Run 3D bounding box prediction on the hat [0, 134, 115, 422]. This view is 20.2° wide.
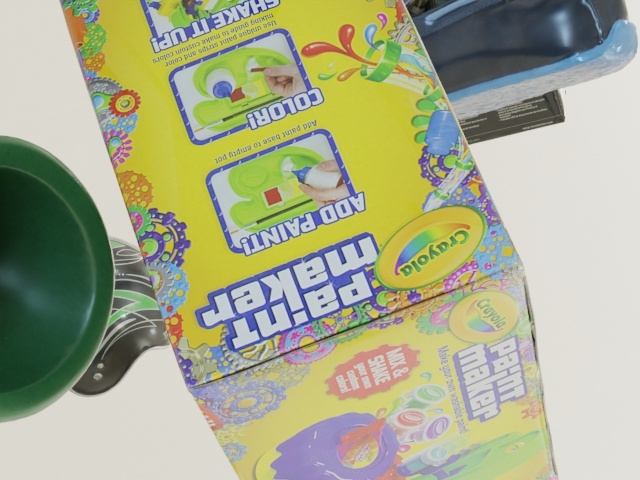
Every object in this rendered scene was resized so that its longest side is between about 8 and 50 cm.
[{"bbox_3d":[-0.263,0.009,1.162,0.183,0.173,0.208,6,-46,48],"label":"hat"}]

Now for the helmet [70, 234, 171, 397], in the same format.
[{"bbox_3d":[-0.241,0.072,1.938,0.169,0.161,0.169,47,-5,6],"label":"helmet"}]

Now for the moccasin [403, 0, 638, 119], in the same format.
[{"bbox_3d":[0.104,-0.165,1.520,0.138,0.342,0.117,3,76,-64],"label":"moccasin"}]

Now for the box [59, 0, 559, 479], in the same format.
[{"bbox_3d":[0.000,0.000,1.030,0.290,0.177,0.279,71,-2,-58],"label":"box"}]

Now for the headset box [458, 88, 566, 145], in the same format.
[{"bbox_3d":[0.074,-0.228,1.654,0.131,0.246,0.283,-77,150,-60],"label":"headset box"}]
